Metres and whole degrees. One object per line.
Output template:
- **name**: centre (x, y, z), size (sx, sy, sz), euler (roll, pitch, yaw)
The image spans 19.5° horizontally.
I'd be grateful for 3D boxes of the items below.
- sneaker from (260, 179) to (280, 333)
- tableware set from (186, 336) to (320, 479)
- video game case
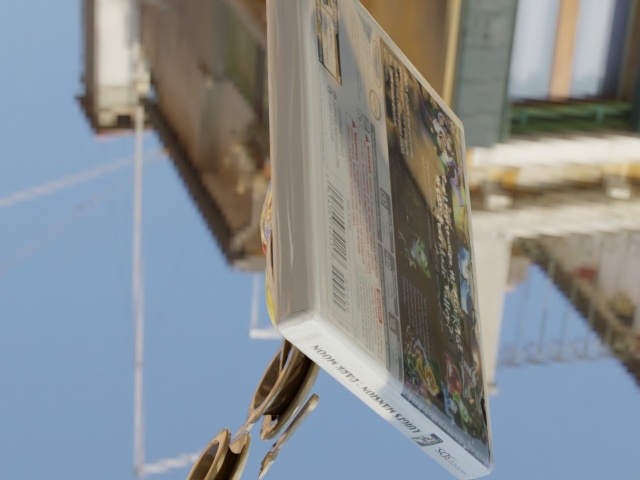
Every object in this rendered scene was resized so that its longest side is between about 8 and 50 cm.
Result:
- **sneaker**: centre (0.000, 0.000, 1.132), size (0.081, 0.094, 0.208), euler (24, -141, -9)
- **tableware set**: centre (-0.059, 0.136, 1.358), size (0.039, 0.194, 0.128), euler (30, -151, -11)
- **video game case**: centre (0.026, -0.012, 0.813), size (0.022, 0.173, 0.190), euler (-17, -124, 23)
